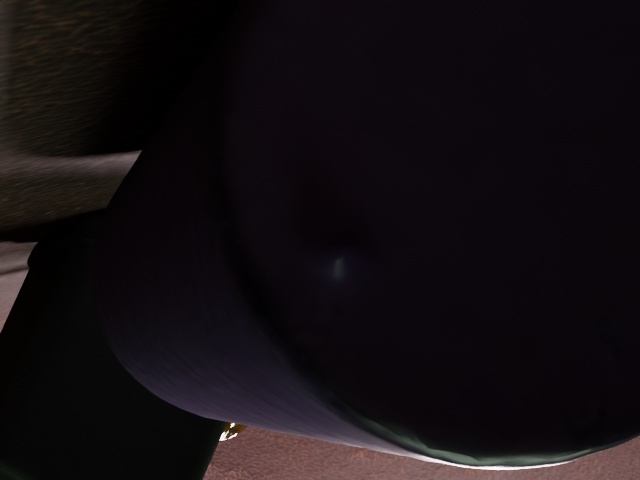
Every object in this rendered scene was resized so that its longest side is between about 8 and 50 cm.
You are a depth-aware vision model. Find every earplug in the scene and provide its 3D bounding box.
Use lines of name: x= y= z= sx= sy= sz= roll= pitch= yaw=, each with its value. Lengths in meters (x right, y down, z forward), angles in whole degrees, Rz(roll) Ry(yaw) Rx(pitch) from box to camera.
earplug: x=0.000 y=0.000 z=0.713 sx=0.215 sy=0.215 sz=0.456 roll=-14 pitch=177 yaw=-19

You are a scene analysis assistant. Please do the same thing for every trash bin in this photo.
trash bin: x=-0.145 y=0.096 z=1.047 sx=0.176 sy=0.236 sz=0.101 roll=37 pitch=145 yaw=-26

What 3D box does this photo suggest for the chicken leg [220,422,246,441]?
chicken leg: x=-0.093 y=0.109 z=1.369 sx=0.409 sy=0.182 sz=0.295 roll=-34 pitch=-155 yaw=-34
